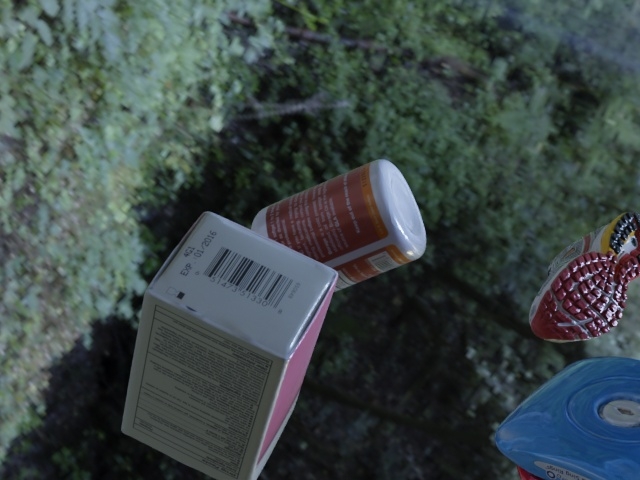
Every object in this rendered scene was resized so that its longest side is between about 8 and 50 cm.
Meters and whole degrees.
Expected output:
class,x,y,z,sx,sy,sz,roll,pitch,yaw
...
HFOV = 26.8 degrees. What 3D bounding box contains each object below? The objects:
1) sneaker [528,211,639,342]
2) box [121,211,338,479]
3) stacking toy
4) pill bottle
class,x,y,z,sx,sy,sz,roll,pitch,yaw
sneaker,0.294,0.052,1.502,0.225,0.093,0.088,-35,95,-45
box,-0.092,0.111,1.313,0.127,0.148,0.232,-59,171,-42
stacking toy,0.245,0.264,1.117,0.166,0.175,0.302,-32,129,-42
pill bottle,0.000,0.000,1.524,0.216,0.121,0.121,-22,133,18
